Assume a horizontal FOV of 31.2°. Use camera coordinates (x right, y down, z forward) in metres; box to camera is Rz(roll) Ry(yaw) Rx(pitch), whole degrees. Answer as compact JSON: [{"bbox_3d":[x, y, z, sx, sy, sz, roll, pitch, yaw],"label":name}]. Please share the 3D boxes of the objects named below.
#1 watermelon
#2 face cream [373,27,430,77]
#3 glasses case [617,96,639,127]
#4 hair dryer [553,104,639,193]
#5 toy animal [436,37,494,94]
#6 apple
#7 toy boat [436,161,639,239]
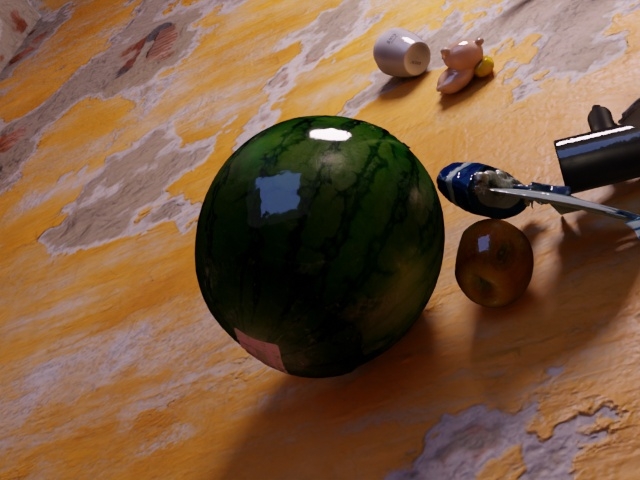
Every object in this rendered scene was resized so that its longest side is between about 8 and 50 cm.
[{"bbox_3d":[0.000,0.000,1.527,0.363,0.363,0.363,-26,30,16],"label":"watermelon"},{"bbox_3d":[0.153,-0.349,2.140,0.091,0.091,0.095,-43,37,-15],"label":"face cream"},{"bbox_3d":[0.517,-0.182,1.463,0.308,0.083,0.128,-18,-2,-35],"label":"glasses case"},{"bbox_3d":[0.425,-0.157,1.607,0.196,0.078,0.248,-13,24,12],"label":"hair dryer"},{"bbox_3d":[0.240,-0.314,2.006,0.114,0.082,0.091,-31,28,8],"label":"toy animal"},{"bbox_3d":[0.226,0.031,1.482,0.099,0.114,0.102,15,54,13],"label":"apple"},{"bbox_3d":[0.296,-0.047,1.515,0.292,0.070,0.210,13,6,6],"label":"toy boat"}]
